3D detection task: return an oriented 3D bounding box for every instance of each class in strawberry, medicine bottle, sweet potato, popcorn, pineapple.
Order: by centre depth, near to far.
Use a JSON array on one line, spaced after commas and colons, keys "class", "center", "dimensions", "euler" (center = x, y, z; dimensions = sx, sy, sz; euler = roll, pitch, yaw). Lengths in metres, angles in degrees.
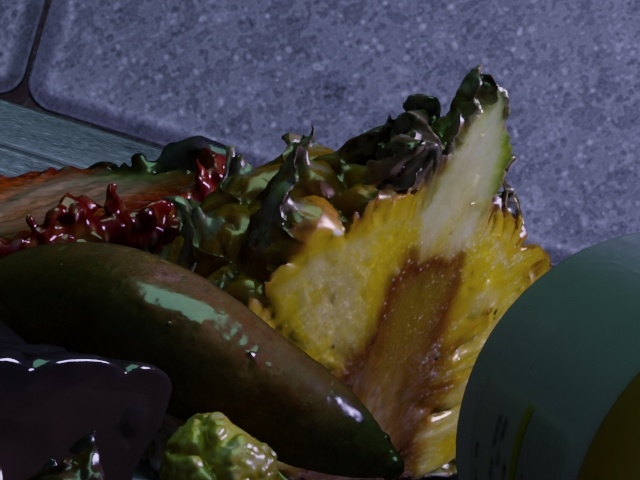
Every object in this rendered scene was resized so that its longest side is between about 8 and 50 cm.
[{"class": "medicine bottle", "center": [0.211, 0.128, 0.906], "dimensions": [0.238, 0.238, 0.232], "euler": [15, 6, -17]}, {"class": "popcorn", "center": [-0.054, 0.137, 0.925], "dimensions": [0.084, 0.084, 0.084], "euler": [17, 8, -2]}, {"class": "sweet potato", "center": [-0.119, 0.056, 0.995], "dimensions": [0.346, 0.108, 0.079], "euler": [9, 18, 22]}, {"class": "pineapple", "center": [0.001, -0.003, 1.183], "dimensions": [0.209, 0.286, 0.344], "euler": [28, 13, 39]}, {"class": "strawberry", "center": [-0.194, 0.022, 1.264], "dimensions": [0.233, 0.138, 0.306], "euler": [-4, 13, 26]}]

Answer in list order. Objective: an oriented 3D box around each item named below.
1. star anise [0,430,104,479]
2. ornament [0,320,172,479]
[{"class": "star anise", "center": [-0.154, 0.122, 0.692], "dimensions": [0.191, 0.097, 0.070], "euler": [13, 33, -27]}, {"class": "ornament", "center": [-0.238, 0.071, 0.885], "dimensions": [0.260, 0.106, 0.251], "euler": [17, 3, 38]}]
